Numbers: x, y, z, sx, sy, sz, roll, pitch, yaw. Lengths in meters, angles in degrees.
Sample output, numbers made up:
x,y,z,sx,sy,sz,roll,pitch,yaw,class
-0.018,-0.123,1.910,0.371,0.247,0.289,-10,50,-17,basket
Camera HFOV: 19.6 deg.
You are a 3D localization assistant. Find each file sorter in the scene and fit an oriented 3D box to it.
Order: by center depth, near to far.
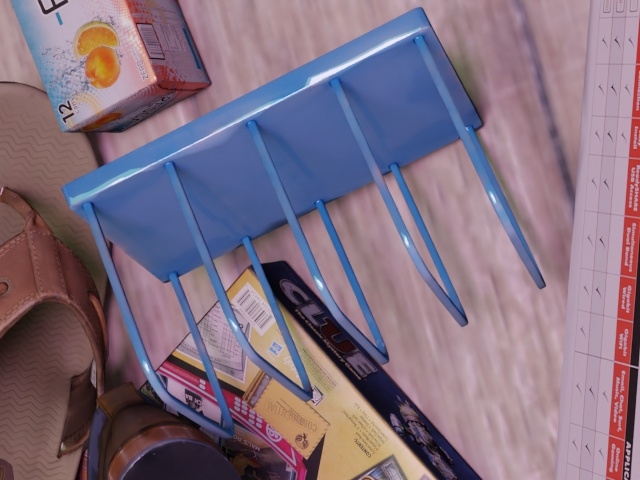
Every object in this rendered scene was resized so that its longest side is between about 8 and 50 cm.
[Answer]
x,y,z,sx,sy,sz,roll,pitch,yaw,class
0.000,0.000,0.807,0.170,0.118,0.104,-27,68,7,file sorter

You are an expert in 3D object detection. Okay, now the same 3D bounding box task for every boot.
x,y,z,sx,sy,sz,roll,pitch,yaw,class
-0.054,0.168,0.866,0.082,0.106,0.219,-18,113,-13,boot

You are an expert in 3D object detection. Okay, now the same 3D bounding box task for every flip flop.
x,y,z,sx,sy,sz,roll,pitch,yaw,class
-0.145,0.059,0.886,0.080,0.112,0.277,-14,66,50,flip flop

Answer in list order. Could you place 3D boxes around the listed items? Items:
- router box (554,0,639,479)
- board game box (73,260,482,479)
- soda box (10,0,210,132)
x,y,z,sx,sy,sz,roll,pitch,yaw,class
0.204,0.003,0.670,0.301,0.082,0.336,-166,79,-65,router box
0.001,0.153,0.893,0.243,0.042,0.165,48,110,15,board game box
-0.123,-0.146,0.923,0.063,0.058,0.183,-25,82,23,soda box
